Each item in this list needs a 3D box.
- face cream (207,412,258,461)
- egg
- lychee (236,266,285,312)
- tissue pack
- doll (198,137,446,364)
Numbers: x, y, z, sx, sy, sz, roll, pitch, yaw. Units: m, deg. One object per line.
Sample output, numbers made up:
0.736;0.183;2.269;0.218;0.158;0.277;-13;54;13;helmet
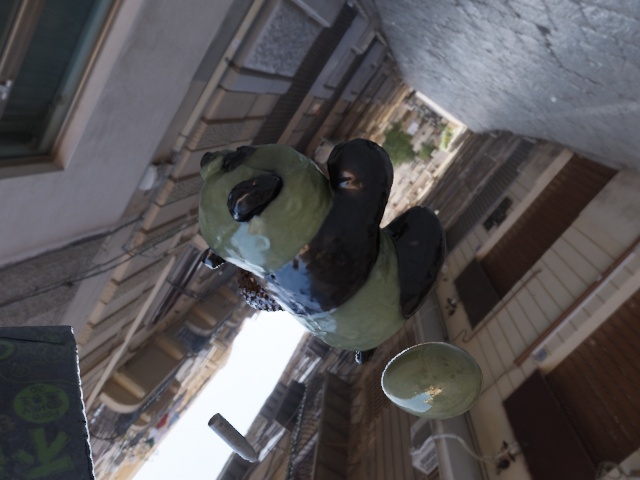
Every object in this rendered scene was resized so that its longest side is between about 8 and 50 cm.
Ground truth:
-0.172;0.399;0.962;0.130;0.034;0.034;52;-166;-19;face cream
0.283;0.357;1.226;0.188;0.254;0.188;-12;-90;-72;egg
-0.063;0.045;0.895;0.194;0.194;0.194;31;-160;-13;lychee
-0.452;0.274;0.600;0.288;0.124;0.394;4;-150;-36;tissue pack
0.002;0.001;0.408;0.234;0.144;0.135;45;-128;-34;doll
